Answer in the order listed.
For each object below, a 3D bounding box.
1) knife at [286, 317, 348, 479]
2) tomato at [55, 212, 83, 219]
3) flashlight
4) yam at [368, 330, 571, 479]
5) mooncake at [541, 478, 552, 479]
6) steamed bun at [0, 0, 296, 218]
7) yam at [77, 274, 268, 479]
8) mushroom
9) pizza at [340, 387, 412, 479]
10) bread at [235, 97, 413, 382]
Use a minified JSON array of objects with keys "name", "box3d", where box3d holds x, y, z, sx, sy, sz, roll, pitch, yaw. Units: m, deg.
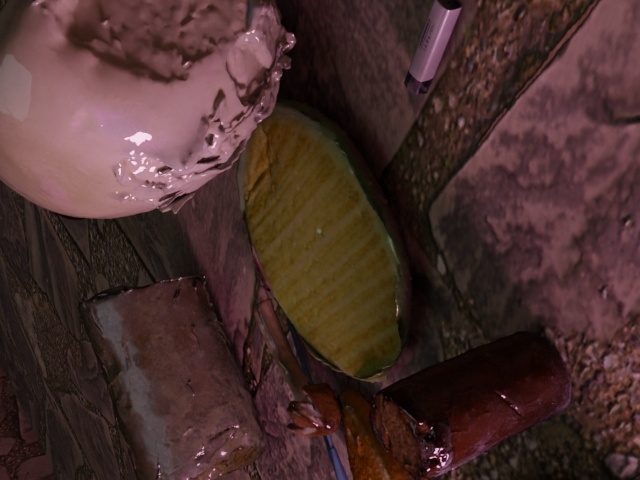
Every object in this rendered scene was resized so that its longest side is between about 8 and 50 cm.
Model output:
[{"name":"knife","box3d":[0.010,0.230,1.018,0.044,0.019,0.313,100,153,-69]},{"name":"tomato","box3d":[-0.379,-0.132,1.383,0.195,0.136,0.195,41,143,40]},{"name":"flashlight","box3d":[0.085,-0.147,0.680,0.018,0.018,0.083,54,148,27]},{"name":"yam","box3d":[0.113,0.124,0.680,0.079,0.141,0.079,42,142,44]},{"name":"mooncake","box3d":[0.185,0.312,0.698,0.228,0.124,0.228,37,138,43]},{"name":"steamed bun","box3d":[-0.170,-0.165,0.854,0.233,0.334,0.312,40,164,-14]},{"name":"yam","box3d":[-0.198,0.195,1.230,0.195,0.195,0.300,-25,85,62]},{"name":"mushroom","box3d":[-0.037,0.137,1.001,0.187,0.061,0.060,58,137,23]},{"name":"pizza","box3d":[0.066,0.252,0.946,0.178,0.041,0.131,58,155,36]},{"name":"bread","box3d":[0.003,0.003,0.897,0.301,0.045,0.301,43,145,41]}]
